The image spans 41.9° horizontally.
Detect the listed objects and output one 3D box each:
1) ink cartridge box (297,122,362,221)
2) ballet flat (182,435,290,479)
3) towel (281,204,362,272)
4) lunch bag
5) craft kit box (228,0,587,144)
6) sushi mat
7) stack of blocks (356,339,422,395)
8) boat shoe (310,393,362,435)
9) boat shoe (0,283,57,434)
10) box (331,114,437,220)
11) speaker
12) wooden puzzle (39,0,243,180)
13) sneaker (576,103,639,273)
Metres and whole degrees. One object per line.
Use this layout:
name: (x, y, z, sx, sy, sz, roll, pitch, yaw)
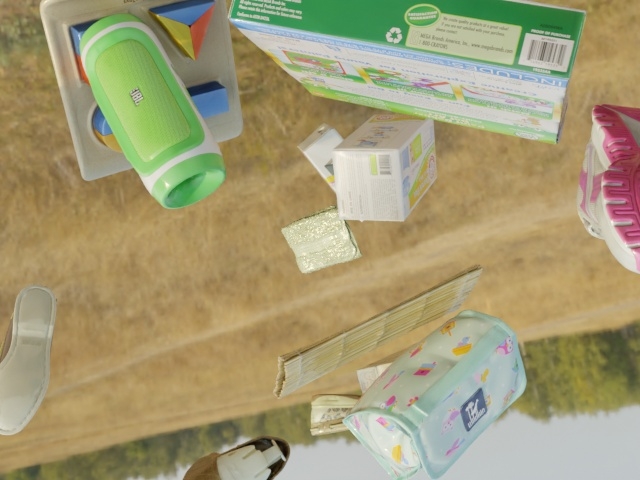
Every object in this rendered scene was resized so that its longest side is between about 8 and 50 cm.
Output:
ink cartridge box: (0.051, -0.159, 1.918, 0.093, 0.212, 0.154, -39, -166, 1)
ballet flat: (-0.126, 0.388, 1.401, 0.124, 0.116, 0.342, -36, 168, 10)
towel: (0.000, 0.000, 1.546, 0.148, 0.110, 0.027, -18, -168, 38)
lunch bag: (0.171, 0.227, 1.216, 0.223, 0.160, 0.262, -39, 170, -20)
craft kit box: (0.083, -0.148, 0.693, 0.249, 0.061, 0.246, 14, 177, 14)
sushi mat: (0.079, 0.126, 1.160, 0.316, 0.019, 0.151, -24, 156, -20)
stack of blocks: (0.195, 0.283, 1.554, 0.087, 0.171, 0.297, -18, 175, 33)
boat shoe: (0.119, 0.380, 1.786, 0.285, 0.089, 0.104, 0, 163, 16)
boat shoe: (-0.647, 0.261, 1.826, 0.116, 0.324, 0.097, 11, 162, -17)
box: (0.104, -0.117, 1.290, 0.103, 0.114, 0.203, 3, -156, 22)
speaker: (-0.259, -0.199, 1.281, 0.131, 0.296, 0.131, -28, 165, -8)
wooden puzzle: (-0.290, -0.285, 1.465, 0.322, 0.348, 0.080, -20, -142, -24)
sneaker: (0.327, -0.039, 0.874, 0.103, 0.252, 0.111, 9, 128, 7)
